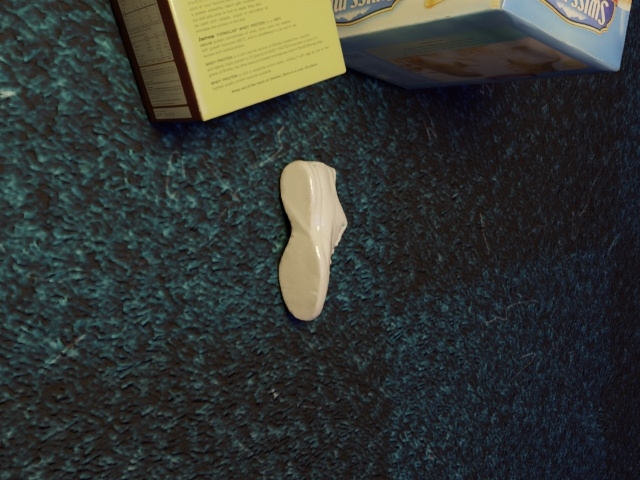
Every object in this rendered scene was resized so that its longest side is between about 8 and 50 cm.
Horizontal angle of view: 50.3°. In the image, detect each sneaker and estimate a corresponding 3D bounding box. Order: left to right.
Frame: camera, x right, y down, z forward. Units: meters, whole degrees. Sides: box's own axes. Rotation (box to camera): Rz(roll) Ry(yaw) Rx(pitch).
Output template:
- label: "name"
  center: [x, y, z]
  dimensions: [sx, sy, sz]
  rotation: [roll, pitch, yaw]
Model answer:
- label: "sneaker"
  center: [0.000, 0.000, 0.917]
  dimensions: [0.094, 0.080, 0.212]
  rotation: [-6, 99, -50]

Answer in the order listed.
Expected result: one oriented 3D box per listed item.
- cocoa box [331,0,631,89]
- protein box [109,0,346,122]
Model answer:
- label: "cocoa box"
  center: [0.165, -0.326, 0.822]
  dimensions: [0.231, 0.347, 0.228]
  rotation: [9, 91, -38]
- label: "protein box"
  center: [-0.107, -0.255, 0.749]
  dimensions: [0.199, 0.136, 0.201]
  rotation: [-27, 113, -32]
